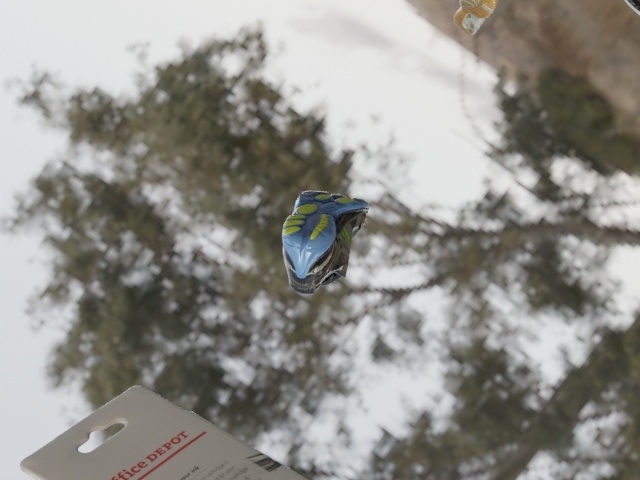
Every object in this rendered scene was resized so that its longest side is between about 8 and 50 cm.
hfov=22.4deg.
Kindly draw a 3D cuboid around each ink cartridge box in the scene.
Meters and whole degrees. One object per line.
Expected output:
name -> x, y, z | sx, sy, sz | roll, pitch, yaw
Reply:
ink cartridge box -> -0.066, 0.160, 0.872 | 0.180, 0.060, 0.104 | 27, -142, 27

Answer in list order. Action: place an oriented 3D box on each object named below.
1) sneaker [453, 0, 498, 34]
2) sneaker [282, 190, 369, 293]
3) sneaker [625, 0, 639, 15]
sneaker -> 0.142, -0.214, 1.431 | 0.032, 0.037, 0.083 | 40, 164, -1
sneaker -> 0.000, 0.000, 1.571 | 0.067, 0.078, 0.188 | 10, -160, 12
sneaker -> 0.398, -0.279, 1.835 | 0.271, 0.100, 0.108 | 54, -171, -15
